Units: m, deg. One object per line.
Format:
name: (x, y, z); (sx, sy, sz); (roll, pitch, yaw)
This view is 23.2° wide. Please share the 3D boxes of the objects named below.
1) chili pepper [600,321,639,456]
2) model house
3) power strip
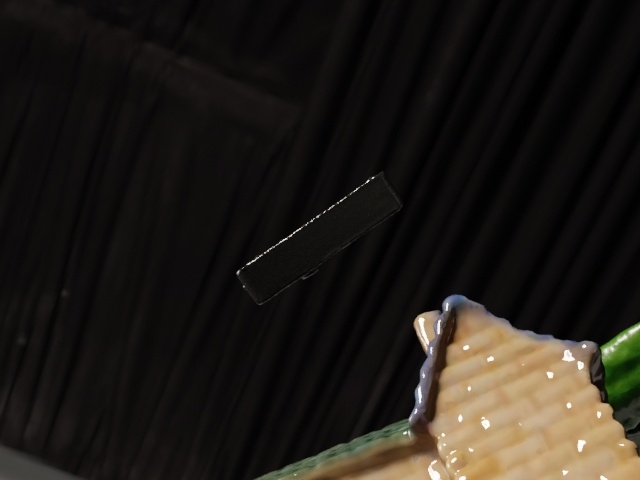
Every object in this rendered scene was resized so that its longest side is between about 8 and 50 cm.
chili pepper: (0.152, 0.124, 0.942); (0.100, 0.257, 0.074); (5, 48, -42)
model house: (0.064, 0.133, 0.757); (0.183, 0.166, 0.172); (-24, 57, -3)
power strip: (0.000, 0.000, 0.956); (0.029, 0.111, 0.038); (56, 0, 2)
